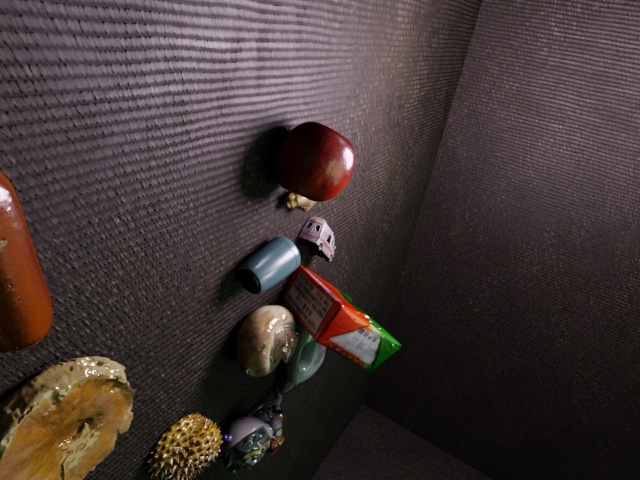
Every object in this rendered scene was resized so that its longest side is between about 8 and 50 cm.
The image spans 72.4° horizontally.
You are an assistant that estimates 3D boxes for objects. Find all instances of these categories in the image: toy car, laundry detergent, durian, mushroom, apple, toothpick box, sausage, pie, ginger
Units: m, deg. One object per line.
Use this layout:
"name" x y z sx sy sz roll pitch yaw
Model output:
"toy car" 0.000 0.000 1.622 0.108 0.089 0.210 -66 154 -14
"laundry detergent" -0.047 0.385 1.836 0.264 0.124 0.398 -38 143 -53
"durian" -0.397 0.635 1.316 0.249 0.138 0.183 -30 147 -46
"mushroom" -0.176 0.338 1.447 0.255 0.184 0.255 22 90 -81
"apple" -0.015 -0.217 1.224 0.218 0.218 0.201 19 93 -67
"toothpick box" -0.157 0.077 1.317 0.184 0.120 0.120 -38 144 -43
"sausage" -0.469 0.040 0.641 0.102 0.102 0.330 -39 146 -47
"pie" -0.519 0.388 0.872 0.339 0.083 0.340 -43 147 -38
"ginger" -0.037 -0.160 1.411 0.213 0.074 0.137 -59 147 -26

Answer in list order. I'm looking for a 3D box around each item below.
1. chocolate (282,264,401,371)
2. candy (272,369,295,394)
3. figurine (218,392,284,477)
"chocolate" 0.059 0.281 1.584 0.341 0.360 0.161 38 89 -34
"candy" -0.108 0.614 1.997 0.312 0.061 0.088 -2 116 -65
"figurine" -0.252 0.755 1.677 0.261 0.186 0.382 -56 163 4
